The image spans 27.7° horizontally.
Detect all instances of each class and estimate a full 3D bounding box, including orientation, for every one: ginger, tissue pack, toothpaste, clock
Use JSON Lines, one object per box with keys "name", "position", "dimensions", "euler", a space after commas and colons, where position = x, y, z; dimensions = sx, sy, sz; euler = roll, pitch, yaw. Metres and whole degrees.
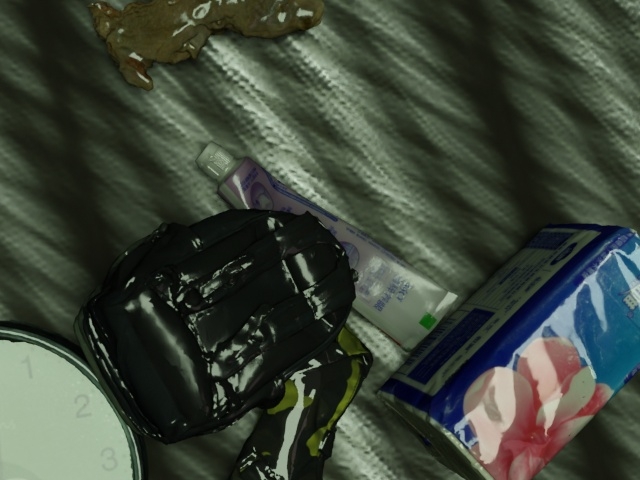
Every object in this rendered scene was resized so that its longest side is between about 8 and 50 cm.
{"name": "ginger", "position": [-0.085, -0.249, 1.317], "dimensions": [0.290, 0.084, 0.122], "euler": [-25, 69, -7]}
{"name": "tissue pack", "position": [0.209, 0.112, 1.274], "dimensions": [0.270, 0.209, 0.137], "euler": [-44, 103, -11]}
{"name": "toothpaste", "position": [0.000, 0.000, 1.323], "dimensions": [0.301, 0.048, 0.075], "euler": [38, 71, -7]}
{"name": "clock", "position": [-0.324, 0.233, 1.244], "dimensions": [0.319, 0.066, 0.319], "euler": [1, 85, -9]}

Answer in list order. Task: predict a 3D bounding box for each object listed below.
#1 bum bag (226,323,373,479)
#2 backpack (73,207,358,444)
{"name": "bum bag", "position": [-0.020, 0.187, 1.299], "dimensions": [0.107, 0.060, 0.232], "euler": [21, 78, -16]}
{"name": "backpack", "position": [-0.087, 0.067, 1.226], "dimensions": [0.258, 0.133, 0.206], "euler": [-31, 98, -22]}
